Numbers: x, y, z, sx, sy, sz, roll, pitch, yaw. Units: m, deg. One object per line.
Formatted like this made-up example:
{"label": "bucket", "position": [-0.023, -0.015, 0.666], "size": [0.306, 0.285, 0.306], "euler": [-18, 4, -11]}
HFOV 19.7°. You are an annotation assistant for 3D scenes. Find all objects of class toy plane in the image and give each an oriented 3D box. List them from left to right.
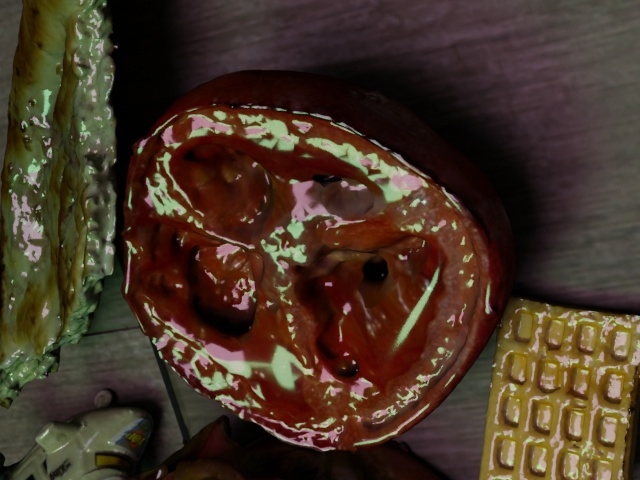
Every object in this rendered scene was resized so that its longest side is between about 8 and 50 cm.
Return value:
{"label": "toy plane", "position": [-0.213, 0.212, 1.214], "size": [0.286, 0.092, 0.108], "euler": [-41, 45, 9]}

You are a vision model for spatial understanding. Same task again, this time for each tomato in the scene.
{"label": "tomato", "position": [0.003, -0.003, 1.022], "size": [0.228, 0.101, 0.228], "euler": [10, 125, 14]}

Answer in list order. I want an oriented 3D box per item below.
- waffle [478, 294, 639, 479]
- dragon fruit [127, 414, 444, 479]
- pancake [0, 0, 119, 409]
{"label": "waffle", "position": [0.133, 0.101, 1.012], "size": [0.092, 0.021, 0.135], "euler": [8, 97, 30]}
{"label": "dragon fruit", "position": [-0.044, 0.289, 1.075], "size": [0.296, 0.263, 0.314], "euler": [24, 120, 23]}
{"label": "pancake", "position": [-0.157, -0.041, 1.084], "size": [0.197, 0.054, 0.376], "euler": [-119, 32, -51]}
